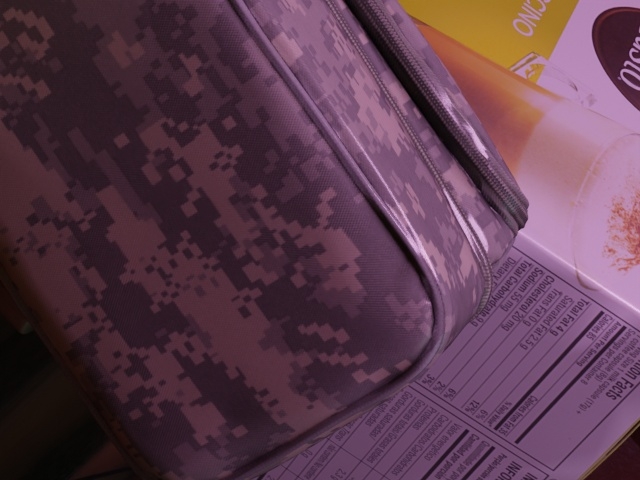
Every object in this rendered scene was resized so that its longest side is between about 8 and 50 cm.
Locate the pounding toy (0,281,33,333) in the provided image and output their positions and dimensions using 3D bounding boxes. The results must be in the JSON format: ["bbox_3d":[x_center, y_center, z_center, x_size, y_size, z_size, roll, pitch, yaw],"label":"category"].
[{"bbox_3d":[-0.164,-0.045,1.210,0.206,0.094,0.181,-51,174,9],"label":"pounding toy"}]

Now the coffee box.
[{"bbox_3d":[0.081,-0.009,1.336,0.338,0.334,0.337,-55,-178,41],"label":"coffee box"}]

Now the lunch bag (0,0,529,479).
[{"bbox_3d":[-0.040,-0.061,0.979,0.212,0.305,0.256,-33,-177,25],"label":"lunch bag"}]
